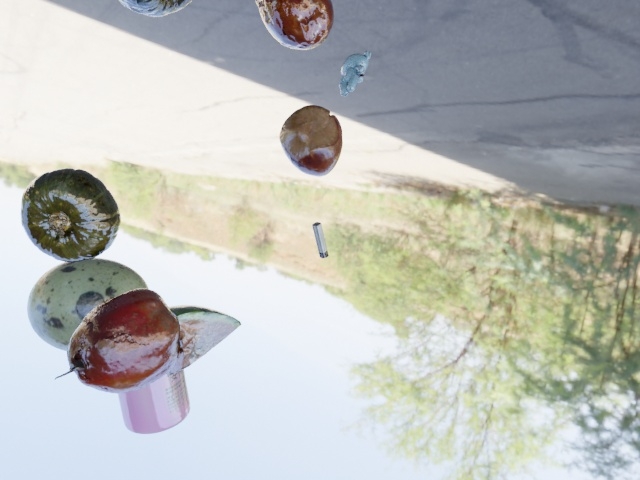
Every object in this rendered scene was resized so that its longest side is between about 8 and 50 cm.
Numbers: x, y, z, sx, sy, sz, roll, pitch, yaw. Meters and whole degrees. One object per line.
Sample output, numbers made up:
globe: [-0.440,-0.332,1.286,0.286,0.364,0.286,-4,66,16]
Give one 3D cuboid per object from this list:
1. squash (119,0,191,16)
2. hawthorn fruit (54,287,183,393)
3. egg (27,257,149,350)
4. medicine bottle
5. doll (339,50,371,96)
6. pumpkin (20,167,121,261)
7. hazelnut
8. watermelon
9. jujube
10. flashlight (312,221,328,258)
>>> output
squash: [-0.355,-0.618,1.342,0.165,0.252,0.252,41,-179,4]
hawthorn fruit: [-0.361,0.183,1.066,0.181,0.181,0.235,13,-156,41]
egg: [-0.697,0.192,1.835,0.379,0.288,0.287,-10,169,24]
medicine bottle: [-0.447,0.333,1.582,0.178,0.291,0.178,-6,-165,2]
doll: [0.109,-0.520,1.931,0.120,0.180,0.075,-20,139,35]
pumpkin: [-0.573,-0.058,1.400,0.223,0.224,0.157,14,-161,-6]
hazelnut: [-0.017,-0.212,1.312,0.143,0.154,0.143,-17,163,-5]
watermelon: [-0.257,0.187,1.259,0.146,0.128,0.231,-19,172,-34]
jujube: [-0.075,-0.603,1.571,0.190,0.190,0.255,15,-147,-47]
flashlight: [0.000,0.000,1.346,0.018,0.083,0.018,13,-144,43]
